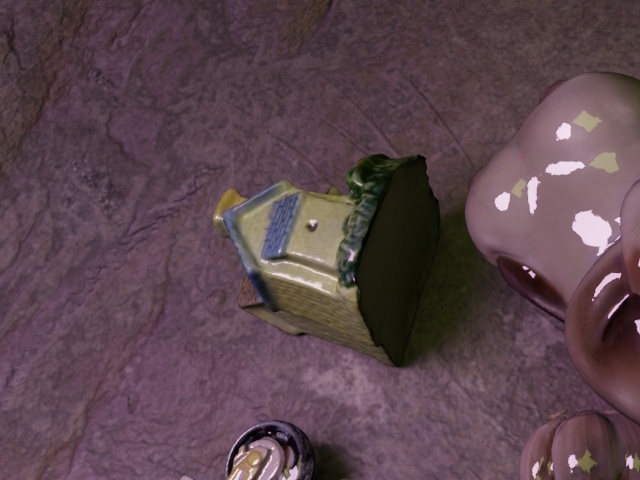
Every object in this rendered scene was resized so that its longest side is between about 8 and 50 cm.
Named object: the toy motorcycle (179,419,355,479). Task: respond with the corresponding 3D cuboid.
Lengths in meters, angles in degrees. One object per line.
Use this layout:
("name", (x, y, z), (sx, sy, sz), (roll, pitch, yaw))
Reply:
("toy motorcycle", (-0.097, 0.337, 1.033), (0.340, 0.108, 0.223), (-49, 51, -4))

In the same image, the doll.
("doll", (0.276, 0.010, 0.964), (0.215, 0.226, 0.370), (-43, 40, 13))

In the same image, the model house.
("model house", (0.000, 0.000, 1.124), (0.189, 0.214, 0.195), (8, 68, 22))

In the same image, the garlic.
("garlic", (0.242, 0.240, 0.980), (0.131, 0.127, 0.194), (3, 81, 15))
